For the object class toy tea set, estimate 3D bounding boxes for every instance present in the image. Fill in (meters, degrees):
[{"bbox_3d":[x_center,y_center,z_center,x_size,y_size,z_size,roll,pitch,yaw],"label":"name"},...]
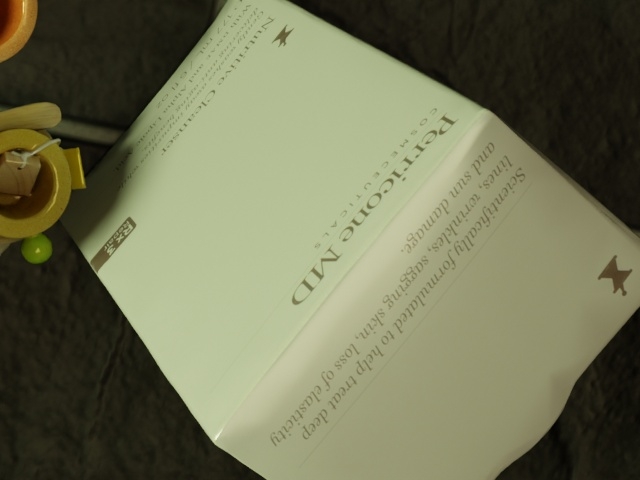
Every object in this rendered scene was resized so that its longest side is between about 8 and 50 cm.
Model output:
[{"bbox_3d":[-0.241,-0.129,0.929,0.200,0.124,0.336,-17,105,-27],"label":"toy tea set"}]

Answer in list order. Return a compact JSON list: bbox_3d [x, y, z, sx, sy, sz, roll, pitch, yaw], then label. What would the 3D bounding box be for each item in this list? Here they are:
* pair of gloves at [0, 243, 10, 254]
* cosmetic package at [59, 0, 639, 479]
[{"bbox_3d":[-0.320,-0.005,1.010,0.240,0.042,0.204,30,88,-31],"label":"pair of gloves"},{"bbox_3d":[0.000,0.000,0.941,0.156,0.385,0.217,39,89,-26],"label":"cosmetic package"}]
